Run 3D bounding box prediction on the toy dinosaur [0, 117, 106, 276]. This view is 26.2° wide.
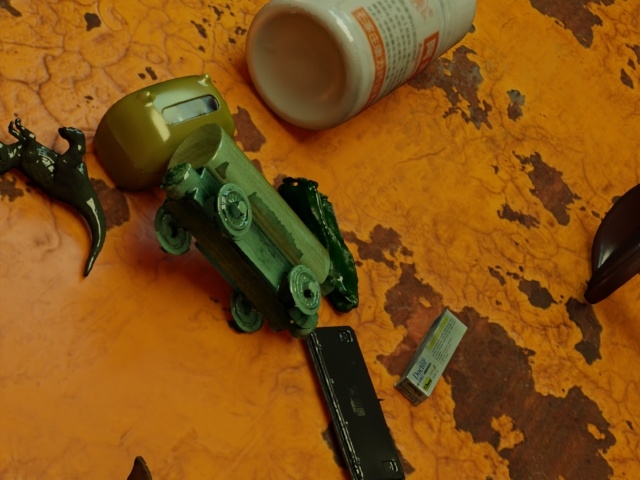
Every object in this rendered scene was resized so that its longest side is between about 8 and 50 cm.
[{"bbox_3d":[-0.355,-0.059,1.717,0.187,0.087,0.179,12,88,-12],"label":"toy dinosaur"}]

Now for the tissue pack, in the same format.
[{"bbox_3d":[-0.201,-0.147,1.821,0.178,0.127,0.123,-24,78,-45],"label":"tissue pack"}]

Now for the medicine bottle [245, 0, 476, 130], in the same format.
[{"bbox_3d":[0.070,-0.324,2.103,0.211,0.211,0.371,49,43,4],"label":"medicine bottle"}]

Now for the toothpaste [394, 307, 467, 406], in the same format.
[{"bbox_3d":[0.157,0.161,1.931,0.046,0.034,0.164,42,43,-5],"label":"toothpaste"}]

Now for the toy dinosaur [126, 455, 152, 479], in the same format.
[{"bbox_3d":[-0.210,0.413,1.406,0.206,0.113,0.327,40,45,-6],"label":"toy dinosaur"}]

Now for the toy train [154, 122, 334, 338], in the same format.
[{"bbox_3d":[-0.083,-0.011,1.754,0.307,0.126,0.189,49,48,-32],"label":"toy train"}]

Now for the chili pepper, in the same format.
[{"bbox_3d":[0.003,-0.002,1.906,0.216,0.062,0.108,65,5,14],"label":"chili pepper"}]

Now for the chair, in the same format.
[{"bbox_3d":[0.578,0.110,2.163,0.401,0.226,0.226,49,43,5],"label":"chair"}]

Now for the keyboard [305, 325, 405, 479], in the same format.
[{"bbox_3d":[0.045,0.216,1.811,0.094,0.025,0.230,1,59,-35],"label":"keyboard"}]
